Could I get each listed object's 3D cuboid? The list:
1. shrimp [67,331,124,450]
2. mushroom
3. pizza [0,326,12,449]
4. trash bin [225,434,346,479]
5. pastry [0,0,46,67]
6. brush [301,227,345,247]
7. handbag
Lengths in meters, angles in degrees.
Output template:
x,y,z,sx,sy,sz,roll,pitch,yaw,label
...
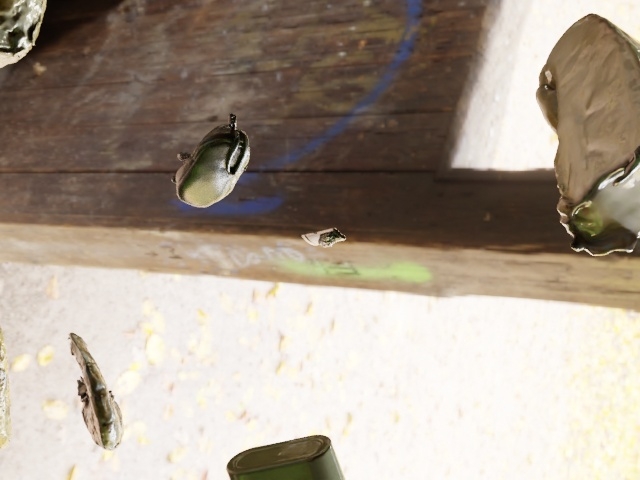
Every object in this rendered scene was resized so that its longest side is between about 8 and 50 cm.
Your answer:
x,y,z,sx,sy,sz,roll,pitch,yaw,label
-0.432,0.267,1.625,0.071,0.365,0.233,-19,101,-18,shrimp
0.473,-0.152,1.240,0.314,0.224,0.397,19,42,-20,mushroom
-0.347,0.141,0.896,0.036,0.099,0.160,-10,123,-29,pizza
-0.050,0.537,1.753,0.121,0.243,0.247,-64,136,-71,trash bin
-0.492,-0.338,1.156,0.121,0.257,0.235,27,51,-76,pastry
0.000,0.000,1.639,0.034,0.190,0.027,38,77,-13,brush
-0.107,-0.079,0.886,0.072,0.111,0.047,14,44,-30,handbag
